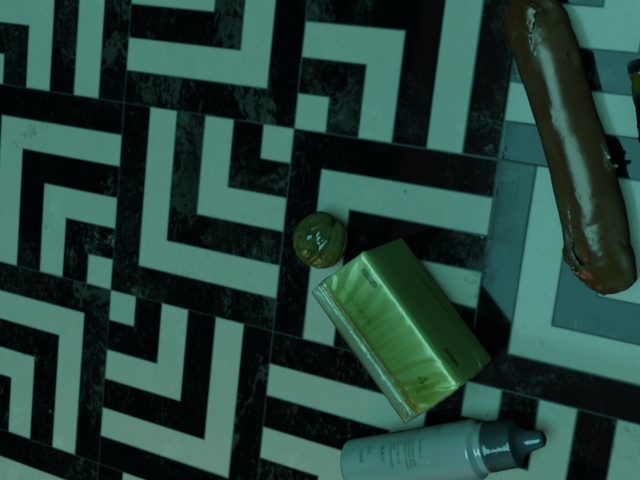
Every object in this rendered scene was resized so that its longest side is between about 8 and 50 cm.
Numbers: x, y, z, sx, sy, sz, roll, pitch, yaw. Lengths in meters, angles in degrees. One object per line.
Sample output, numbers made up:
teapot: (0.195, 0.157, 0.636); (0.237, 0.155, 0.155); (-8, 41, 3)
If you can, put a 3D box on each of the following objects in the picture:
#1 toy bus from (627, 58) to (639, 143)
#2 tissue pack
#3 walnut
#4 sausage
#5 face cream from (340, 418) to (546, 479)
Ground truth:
toy bus: (0.519, -0.165, 1.137); (0.275, 0.138, 0.167); (-9, 76, 31)
tissue pack: (0.120, 0.125, 1.383); (0.125, 0.159, 0.234); (-40, 79, 25)
walnut: (0.000, 0.000, 1.473); (0.092, 0.092, 0.092); (4, 99, 26)
sausage: (0.335, -0.128, 1.281); (0.094, 0.094, 0.419); (-15, 90, -16)
face cream: (0.182, 0.316, 1.418); (0.311, 0.092, 0.092); (-16, 90, 28)
